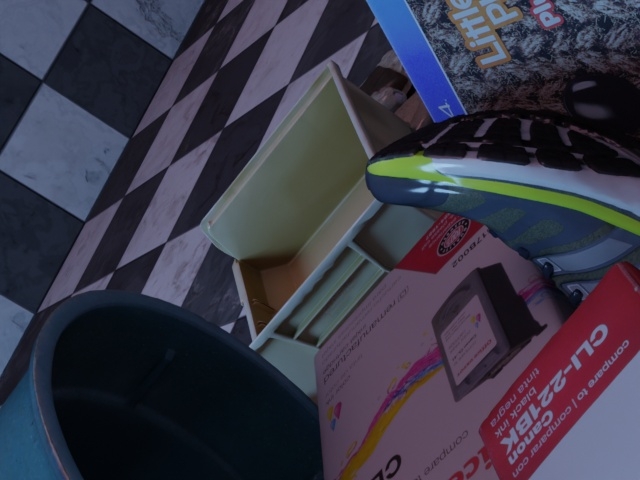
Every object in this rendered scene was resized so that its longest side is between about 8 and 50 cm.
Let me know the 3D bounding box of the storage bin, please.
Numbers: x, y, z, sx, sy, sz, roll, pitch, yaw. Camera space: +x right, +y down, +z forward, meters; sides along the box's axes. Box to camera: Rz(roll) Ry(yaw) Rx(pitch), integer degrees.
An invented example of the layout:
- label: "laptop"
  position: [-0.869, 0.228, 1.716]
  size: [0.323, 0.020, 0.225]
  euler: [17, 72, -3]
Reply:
- label: "storage bin"
  position: [0.000, 0.000, 1.211]
  size: [0.260, 0.123, 0.262]
  euler: [-49, 30, 19]

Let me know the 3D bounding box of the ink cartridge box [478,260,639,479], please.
- label: "ink cartridge box"
  position: [0.197, 0.151, 0.461]
  size: [0.114, 0.197, 0.273]
  euler: [-53, 19, 15]

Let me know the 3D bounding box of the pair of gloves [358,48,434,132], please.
- label: "pair of gloves"
  position: [0.085, -0.146, 1.414]
  size: [0.204, 0.042, 0.240]
  euler: [-54, 25, -7]

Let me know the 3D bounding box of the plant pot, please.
- label: "plant pot"
  position: [-0.153, 0.270, 0.819]
  size: [0.334, 0.341, 0.341]
  euler: [-46, 22, 15]

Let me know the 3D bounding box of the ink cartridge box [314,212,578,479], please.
- label: "ink cartridge box"
  position: [0.114, 0.120, 0.806]
  size: [0.226, 0.131, 0.306]
  euler: [-48, 20, 20]

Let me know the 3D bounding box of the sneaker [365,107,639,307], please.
- label: "sneaker"
  position: [0.162, 0.007, 0.669]
  size: [0.111, 0.299, 0.121]
  euler: [-37, -41, -59]

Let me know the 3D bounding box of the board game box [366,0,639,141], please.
- label: "board game box"
  position: [0.182, -0.180, 0.689]
  size: [0.291, 0.232, 0.141]
  euler: [-8, 37, 39]
